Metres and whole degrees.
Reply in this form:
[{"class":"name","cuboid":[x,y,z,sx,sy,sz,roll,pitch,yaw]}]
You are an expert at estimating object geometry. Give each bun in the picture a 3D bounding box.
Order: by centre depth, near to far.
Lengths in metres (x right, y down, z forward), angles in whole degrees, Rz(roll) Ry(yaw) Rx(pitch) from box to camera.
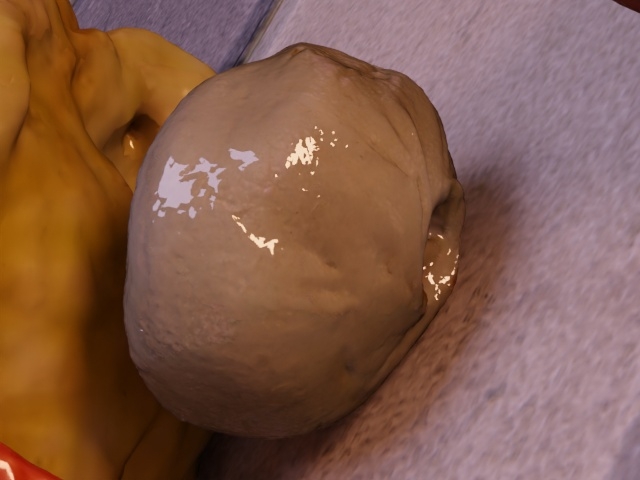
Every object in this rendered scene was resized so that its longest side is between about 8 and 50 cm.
[{"class":"bun","cuboid":[0.000,0.000,0.721,0.113,0.166,0.173,13,71,22]}]

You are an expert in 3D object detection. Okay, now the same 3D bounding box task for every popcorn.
[{"class":"popcorn","cuboid":[-0.217,0.018,0.839,0.354,0.390,0.344,19,86,32]}]

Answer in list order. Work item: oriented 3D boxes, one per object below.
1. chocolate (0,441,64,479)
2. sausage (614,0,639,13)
[{"class":"chocolate","cuboid":[-0.136,0.195,0.585,0.237,0.235,0.108,-66,11,-24]},{"class":"sausage","cuboid":[0.160,-0.116,0.609,0.077,0.077,0.194,-59,22,-10]}]
